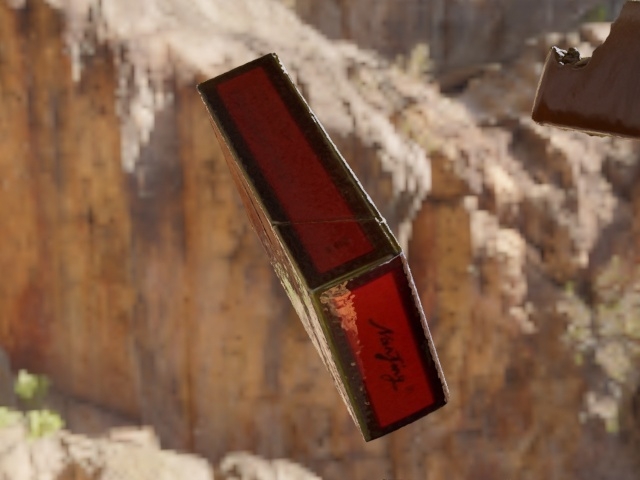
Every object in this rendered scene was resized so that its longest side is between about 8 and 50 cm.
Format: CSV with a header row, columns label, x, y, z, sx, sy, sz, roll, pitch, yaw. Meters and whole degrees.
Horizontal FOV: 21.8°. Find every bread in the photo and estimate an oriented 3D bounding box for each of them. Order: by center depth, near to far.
label,x,y,z,sx,sy,sz,roll,pitch,yaw
bread,0.216,-0.097,0.987,0.226,0.049,0.088,19,-81,58

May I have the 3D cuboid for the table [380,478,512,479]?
label,x,y,z,sx,sy,sz,roll,pitch,yaw
table,0.098,0.254,0.881,0.111,0.121,0.240,4,-93,43

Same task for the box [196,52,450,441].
label,x,y,z,sx,sy,sz,roll,pitch,yaw
box,-0.001,0.000,1.121,0.240,0.074,0.153,-121,-168,-47
